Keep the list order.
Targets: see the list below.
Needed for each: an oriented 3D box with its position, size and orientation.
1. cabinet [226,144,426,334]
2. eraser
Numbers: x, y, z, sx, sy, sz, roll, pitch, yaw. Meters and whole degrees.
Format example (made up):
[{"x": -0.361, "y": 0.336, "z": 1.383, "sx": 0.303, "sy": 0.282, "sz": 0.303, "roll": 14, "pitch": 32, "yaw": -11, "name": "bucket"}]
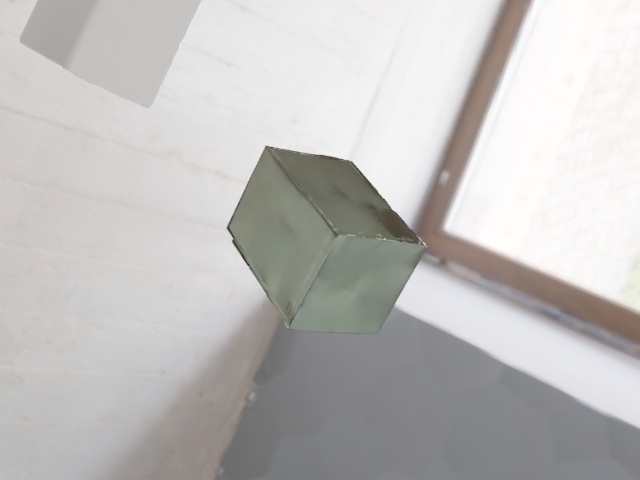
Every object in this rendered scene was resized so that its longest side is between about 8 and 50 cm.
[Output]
[{"x": 0.000, "y": 0.000, "z": 1.399, "sx": 0.145, "sy": 0.206, "sz": 0.150, "roll": 6, "pitch": 122, "yaw": -36, "name": "cabinet"}, {"x": -0.099, "y": -0.246, "z": 0.746, "sx": 0.076, "sy": 0.078, "sz": 0.298, "roll": 23, "pitch": 95, "yaw": -46, "name": "eraser"}]
